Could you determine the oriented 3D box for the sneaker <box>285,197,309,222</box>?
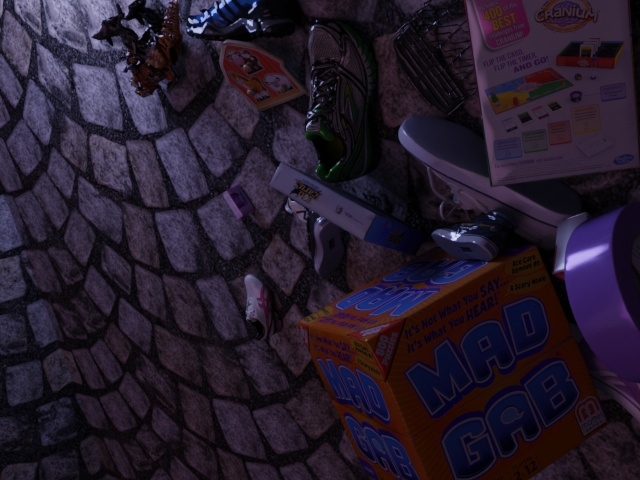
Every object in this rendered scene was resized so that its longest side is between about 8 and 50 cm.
[{"bbox_3d":[-0.042,-0.076,1.808,0.109,0.040,0.043,28,128,30],"label":"sneaker"}]

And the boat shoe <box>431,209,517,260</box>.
[{"bbox_3d":[0.278,-0.012,1.360,0.065,0.083,0.183,50,166,-20],"label":"boat shoe"}]

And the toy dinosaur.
[{"bbox_3d":[-0.419,-0.494,1.886,0.218,0.164,0.322,45,120,-5],"label":"toy dinosaur"}]

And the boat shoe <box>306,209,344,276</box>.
[{"bbox_3d":[0.000,0.000,1.754,0.076,0.080,0.228,47,163,28],"label":"boat shoe"}]

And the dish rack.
[{"bbox_3d":[0.237,-0.355,1.348,0.208,0.074,0.271,55,138,5],"label":"dish rack"}]

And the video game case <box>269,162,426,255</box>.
[{"bbox_3d":[0.062,-0.060,1.556,0.244,0.270,0.061,30,97,29],"label":"video game case"}]

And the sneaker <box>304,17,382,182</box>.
[{"bbox_3d":[0.034,-0.279,1.535,0.134,0.146,0.343,7,117,42],"label":"sneaker"}]

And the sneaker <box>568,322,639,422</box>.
[{"bbox_3d":[0.565,0.210,1.354,0.282,0.102,0.161,37,128,13],"label":"sneaker"}]

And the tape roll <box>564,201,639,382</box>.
[{"bbox_3d":[0.508,0.081,1.187,0.090,0.275,0.274,-30,91,49],"label":"tape roll"}]

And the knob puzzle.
[{"bbox_3d":[-0.149,-0.368,1.676,0.213,0.030,0.213,19,152,11],"label":"knob puzzle"}]

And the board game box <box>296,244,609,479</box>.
[{"bbox_3d":[0.231,0.243,1.410,0.356,0.357,0.356,66,161,-8],"label":"board game box"}]

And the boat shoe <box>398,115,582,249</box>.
[{"bbox_3d":[0.295,-0.094,1.416,0.367,0.136,0.156,30,135,16],"label":"boat shoe"}]

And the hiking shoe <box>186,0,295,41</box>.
[{"bbox_3d":[-0.176,-0.507,1.653,0.304,0.113,0.131,7,102,36],"label":"hiking shoe"}]

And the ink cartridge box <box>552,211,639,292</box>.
[{"bbox_3d":[0.470,0.039,1.278,0.151,0.109,0.063,32,146,-24],"label":"ink cartridge box"}]

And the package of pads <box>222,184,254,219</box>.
[{"bbox_3d":[-0.213,-0.099,1.951,0.032,0.050,0.083,-33,89,49],"label":"package of pads"}]

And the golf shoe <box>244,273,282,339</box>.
[{"bbox_3d":[-0.169,0.182,2.048,0.068,0.086,0.186,-10,104,48],"label":"golf shoe"}]

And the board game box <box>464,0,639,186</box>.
[{"bbox_3d":[0.372,-0.257,1.203,0.243,0.064,0.316,-6,111,16],"label":"board game box"}]
